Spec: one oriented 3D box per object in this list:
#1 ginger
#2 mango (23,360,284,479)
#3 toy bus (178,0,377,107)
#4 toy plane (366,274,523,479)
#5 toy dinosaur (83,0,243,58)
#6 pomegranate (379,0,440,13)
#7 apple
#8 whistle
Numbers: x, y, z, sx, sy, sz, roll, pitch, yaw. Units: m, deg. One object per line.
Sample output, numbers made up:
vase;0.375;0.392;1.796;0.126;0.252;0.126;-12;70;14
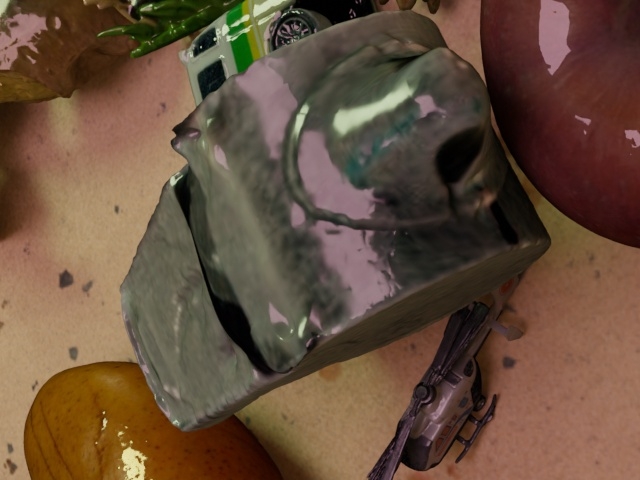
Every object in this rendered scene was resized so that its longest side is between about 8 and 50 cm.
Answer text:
ginger;-0.271;-0.265;1.173;0.218;0.123;0.270;-11;78;18
mango;-0.146;0.229;1.081;0.199;0.201;0.350;-42;53;-9
toy bus;-0.005;-0.063;0.978;0.164;0.133;0.276;-20;79;35
toy plane;0.106;0.109;0.941;0.053;0.078;0.197;34;97;33
toy dinosaur;-0.137;-0.269;1.058;0.152;0.194;0.177;-17;104;44
pomegranate;0.076;-0.273;0.909;0.159;0.159;0.205;31;135;31
apple;0.239;-0.139;0.730;0.305;0.235;0.306;5;98;38
whistle;-0.027;0.009;0.800;0.404;0.188;0.168;-34;75;29
